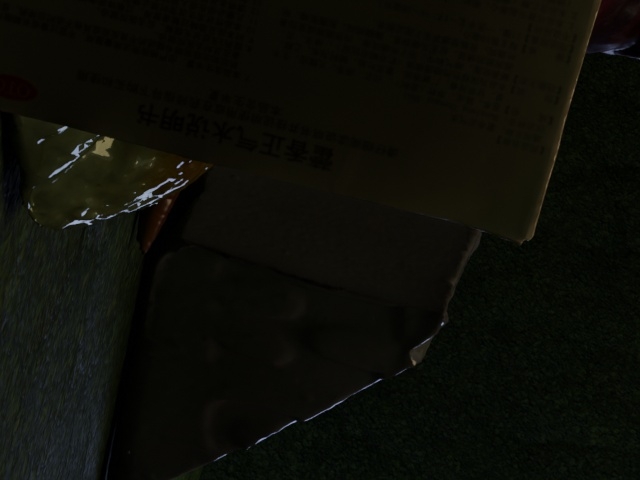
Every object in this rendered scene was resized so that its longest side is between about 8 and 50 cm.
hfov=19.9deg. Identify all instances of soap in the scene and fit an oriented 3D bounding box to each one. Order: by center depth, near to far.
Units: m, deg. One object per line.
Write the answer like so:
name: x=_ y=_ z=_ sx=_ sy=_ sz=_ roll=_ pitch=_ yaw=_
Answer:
soap: x=-0.026 y=0.100 z=1.528 sx=0.159 sy=0.258 sz=0.302 roll=-76 pitch=-179 yaw=-58

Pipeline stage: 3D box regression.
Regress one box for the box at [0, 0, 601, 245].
box: x=-0.007 y=-0.108 z=0.634 sx=0.095 sy=0.212 sz=0.168 roll=-76 pitch=180 yaw=-73

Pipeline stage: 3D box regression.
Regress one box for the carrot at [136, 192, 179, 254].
carrot: x=-0.092 y=-0.091 z=1.294 sx=0.048 sy=0.048 sz=0.216 roll=-61 pitch=170 yaw=-87

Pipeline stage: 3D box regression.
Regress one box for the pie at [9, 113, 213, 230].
pie: x=-0.065 y=-0.141 z=0.813 sx=0.257 sy=0.105 sz=0.274 roll=-47 pitch=153 yaw=-56

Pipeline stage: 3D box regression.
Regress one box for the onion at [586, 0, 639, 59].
onion: x=0.109 y=-0.208 z=1.150 sx=0.347 sy=0.385 sz=0.348 roll=-59 pitch=-173 yaw=12
